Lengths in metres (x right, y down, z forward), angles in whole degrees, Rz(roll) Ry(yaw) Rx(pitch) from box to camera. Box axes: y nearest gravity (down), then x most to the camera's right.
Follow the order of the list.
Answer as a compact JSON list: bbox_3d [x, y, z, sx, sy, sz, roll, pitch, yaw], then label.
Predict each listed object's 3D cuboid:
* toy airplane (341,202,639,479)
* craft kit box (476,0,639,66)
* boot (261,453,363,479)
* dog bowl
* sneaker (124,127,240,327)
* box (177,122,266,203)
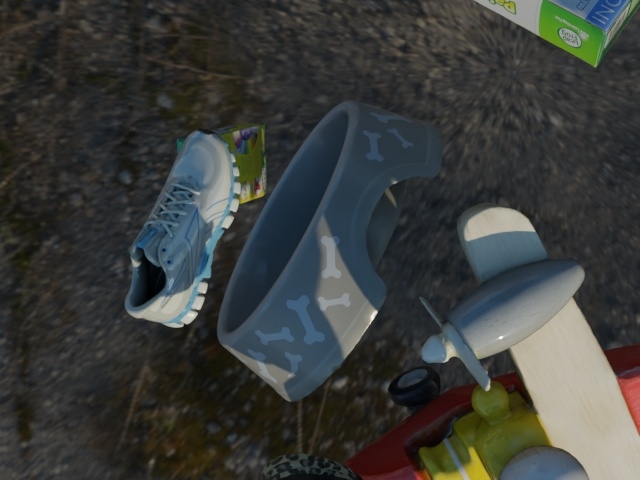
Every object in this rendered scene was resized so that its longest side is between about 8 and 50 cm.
[{"bbox_3d":[0.245,0.194,1.327,0.386,0.272,0.384,23,113,0],"label":"toy airplane"},{"bbox_3d":[0.170,-0.288,1.026,0.247,0.061,0.250,34,72,14],"label":"craft kit box"},{"bbox_3d":[0.054,0.253,1.070,0.236,0.178,0.085,19,107,-7],"label":"boot"},{"bbox_3d":[0.000,0.000,1.499,0.102,0.349,0.348,28,100,-12],"label":"dog bowl"},{"bbox_3d":[-0.132,-0.011,1.242,0.071,0.083,0.190,17,96,31],"label":"sneaker"},{"bbox_3d":[-0.126,-0.100,1.821,0.043,0.179,0.105,6,104,29],"label":"box"}]
